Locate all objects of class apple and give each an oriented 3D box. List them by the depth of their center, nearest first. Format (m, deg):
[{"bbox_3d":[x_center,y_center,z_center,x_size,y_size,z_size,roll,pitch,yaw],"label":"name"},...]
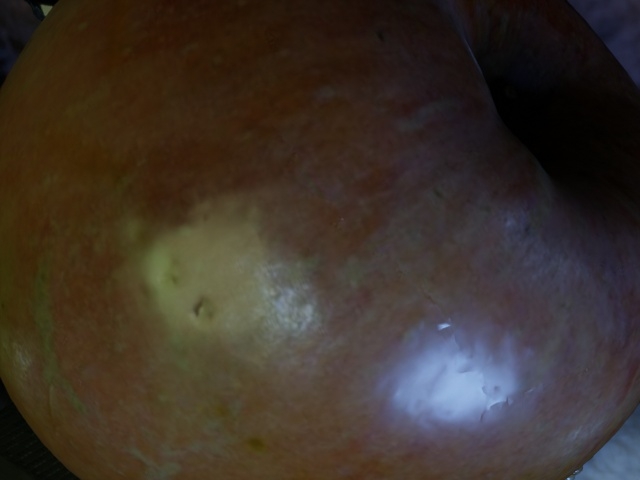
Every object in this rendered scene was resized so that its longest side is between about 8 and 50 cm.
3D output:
[{"bbox_3d":[0.000,0.000,0.487,0.253,0.253,0.253,16,119,32],"label":"apple"}]

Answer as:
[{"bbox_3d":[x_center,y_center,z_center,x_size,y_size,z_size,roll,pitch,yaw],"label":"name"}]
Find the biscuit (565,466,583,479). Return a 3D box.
[{"bbox_3d":[0.013,0.057,0.637,0.231,0.025,0.131,42,117,15],"label":"biscuit"}]

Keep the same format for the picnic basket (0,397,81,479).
[{"bbox_3d":[-0.124,0.209,0.752,0.165,0.139,0.266,25,123,27],"label":"picnic basket"}]

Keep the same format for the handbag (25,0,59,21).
[{"bbox_3d":[-0.063,-0.188,0.545,0.162,0.113,0.260,47,130,6],"label":"handbag"}]
